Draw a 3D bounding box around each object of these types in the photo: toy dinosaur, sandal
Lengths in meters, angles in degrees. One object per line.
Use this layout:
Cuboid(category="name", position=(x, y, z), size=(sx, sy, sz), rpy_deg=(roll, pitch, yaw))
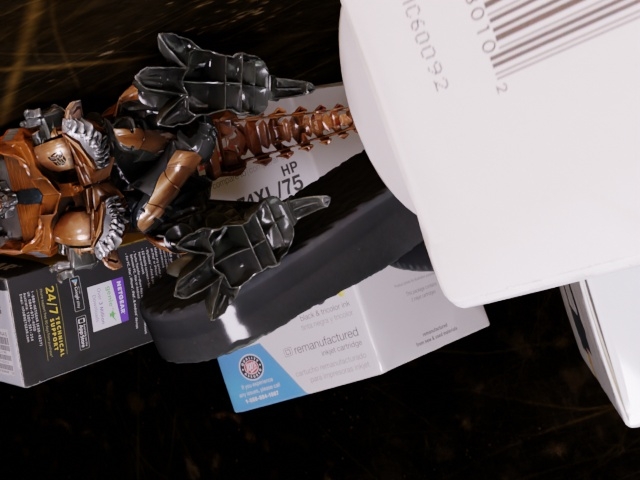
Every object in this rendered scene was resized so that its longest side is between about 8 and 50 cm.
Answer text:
Cuboid(category="toy dinosaur", position=(-0.112, -0.059, 0.862), size=(0.322, 0.164, 0.218), rpy_deg=(-39, -158, -25))
Cuboid(category="sandal", position=(0.078, -0.017, 0.949), size=(0.446, 0.107, 0.167), rpy_deg=(-30, -163, -17))

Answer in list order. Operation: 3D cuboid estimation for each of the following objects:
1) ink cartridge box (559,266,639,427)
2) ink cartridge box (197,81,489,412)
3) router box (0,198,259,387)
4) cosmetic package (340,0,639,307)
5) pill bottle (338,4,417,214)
Cuboid(category="ink cartridge box", position=(0.173, 0.015, 0.559), size=(0.127, 0.072, 0.175), rpy_deg=(-17, -178, 7))
Cuboid(category="ink cartridge box", position=(0.000, 0.000, 1.270), size=(0.198, 0.270, 0.197), rpy_deg=(-21, 177, 39))
Cuboid(category="router box", position=(-0.227, 0.024, 1.021), size=(0.309, 0.081, 0.243), rpy_deg=(5, -163, 43))
Cuboid(category="cosmetic package", position=(0.184, -0.125, 0.463), size=(0.365, 0.197, 0.155), rpy_deg=(-17, 178, -41))
Cuboid(category="pill bottle", position=(0.187, -0.124, 0.706), size=(0.334, 0.188, 0.188), rpy_deg=(-19, 178, -24))
